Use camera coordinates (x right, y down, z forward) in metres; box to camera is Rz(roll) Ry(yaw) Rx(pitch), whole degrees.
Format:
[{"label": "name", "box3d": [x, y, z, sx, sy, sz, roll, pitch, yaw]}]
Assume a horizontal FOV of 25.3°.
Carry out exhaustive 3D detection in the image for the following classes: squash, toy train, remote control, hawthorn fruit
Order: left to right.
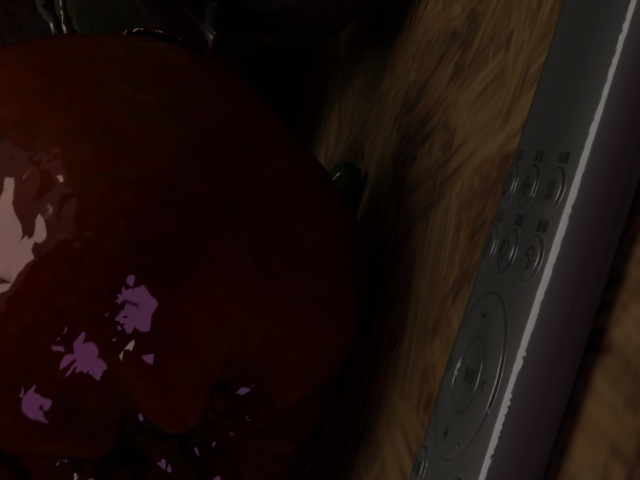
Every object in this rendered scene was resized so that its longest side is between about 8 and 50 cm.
[{"label": "hawthorn fruit", "box3d": [-0.096, -0.008, 0.659, 0.211, 0.211, 0.299, -62, 42, 47]}, {"label": "toy train", "box3d": [-0.035, -0.155, 1.118, 0.051, 0.052, 0.234, 119, 165, -67]}, {"label": "squash", "box3d": [-0.001, 0.000, 0.751, 0.027, 0.027, 0.089, -133, 62, -78]}, {"label": "remote control", "box3d": [0.054, 0.022, 0.403, 0.067, 0.029, 0.261, -152, 80, -80]}]

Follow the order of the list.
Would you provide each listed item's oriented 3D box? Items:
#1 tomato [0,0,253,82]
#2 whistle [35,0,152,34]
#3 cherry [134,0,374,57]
[{"label": "tomato", "box3d": [-0.201, -0.128, 1.014, 0.316, 0.282, 0.317, -19, 46, 21]}, {"label": "whistle", "box3d": [-0.080, -0.062, 0.793, 0.067, 0.258, 0.126, -37, 24, -8]}, {"label": "cherry", "box3d": [-0.038, -0.205, 0.820, 0.213, 0.183, 0.266, 1, 61, 49]}]
